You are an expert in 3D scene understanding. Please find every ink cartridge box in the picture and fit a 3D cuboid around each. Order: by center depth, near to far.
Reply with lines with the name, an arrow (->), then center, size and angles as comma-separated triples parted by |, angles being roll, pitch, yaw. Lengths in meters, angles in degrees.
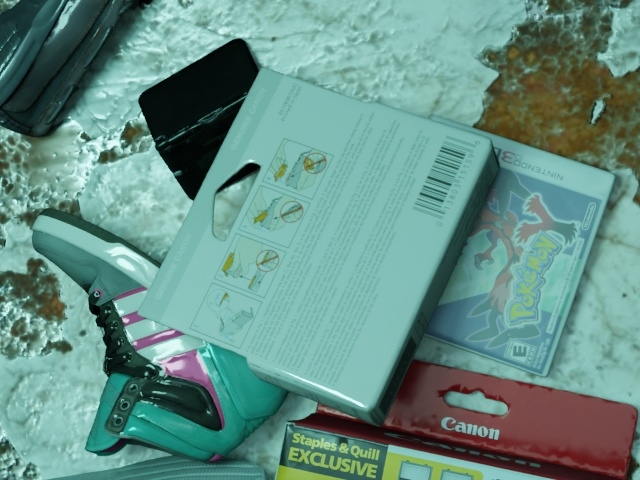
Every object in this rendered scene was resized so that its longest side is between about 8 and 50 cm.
ink cartridge box -> 0.114, 0.253, 1.385 | 0.309, 0.130, 0.272 | 10, 90, 10
ink cartridge box -> 0.000, 0.000, 1.404 | 0.239, 0.060, 0.275 | 20, 74, 21

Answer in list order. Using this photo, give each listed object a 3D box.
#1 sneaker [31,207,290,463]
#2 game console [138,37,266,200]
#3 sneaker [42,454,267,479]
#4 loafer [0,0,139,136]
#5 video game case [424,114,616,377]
sneaker -> -0.183, 0.112, 1.446 | 0.295, 0.124, 0.178 | 33, 79, 8
game console -> -0.100, -0.117, 1.499 | 0.122, 0.071, 0.107 | -29, 113, 7
sneaker -> -0.170, 0.264, 1.462 | 0.258, 0.094, 0.091 | -8, 105, 13
loafer -> -0.226, -0.234, 1.498 | 0.302, 0.095, 0.109 | -51, 39, 2
video game case -> 0.158, 0.004, 1.446 | 0.183, 0.023, 0.201 | 19, 90, 10
